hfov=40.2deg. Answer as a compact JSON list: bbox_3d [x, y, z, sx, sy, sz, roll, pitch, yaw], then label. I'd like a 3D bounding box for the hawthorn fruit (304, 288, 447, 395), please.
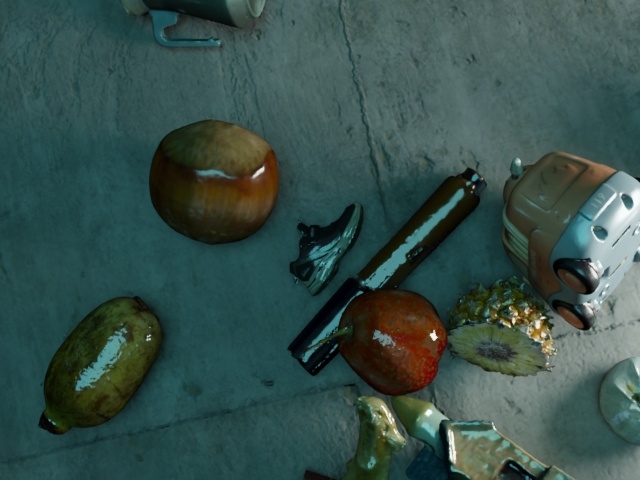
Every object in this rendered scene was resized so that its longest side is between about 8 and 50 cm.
[{"bbox_3d":[0.085,0.142,1.312,0.203,0.162,0.163,23,87,-21],"label":"hawthorn fruit"}]

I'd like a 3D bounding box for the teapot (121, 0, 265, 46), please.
[{"bbox_3d":[-0.211,-0.423,1.447,0.225,0.171,0.203,3,116,13],"label":"teapot"}]

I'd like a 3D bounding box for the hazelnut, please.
[{"bbox_3d":[-0.171,-0.089,1.397,0.214,0.176,0.214,7,112,18],"label":"hazelnut"}]

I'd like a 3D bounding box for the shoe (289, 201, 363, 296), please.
[{"bbox_3d":[0.000,0.000,1.424,0.099,0.071,0.169,31,92,10],"label":"shoe"}]

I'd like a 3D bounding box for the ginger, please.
[{"bbox_3d":[0.042,0.370,1.329,0.131,0.086,0.295,24,102,32],"label":"ginger"}]

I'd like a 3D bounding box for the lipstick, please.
[{"bbox_3d":[0.108,0.047,1.403,0.077,0.077,0.418,44,89,8],"label":"lipstick"}]

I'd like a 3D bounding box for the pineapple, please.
[{"bbox_3d":[0.284,0.114,1.358,0.176,0.161,0.137,-2,51,35],"label":"pineapple"}]

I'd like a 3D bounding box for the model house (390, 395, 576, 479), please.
[{"bbox_3d":[0.204,0.364,1.286,0.325,0.267,0.194,39,76,20],"label":"model house"}]

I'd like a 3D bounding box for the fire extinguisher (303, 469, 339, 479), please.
[{"bbox_3d":[0.033,0.405,1.397,0.132,0.039,0.056,16,119,6],"label":"fire extinguisher"}]

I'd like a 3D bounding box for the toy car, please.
[{"bbox_3d":[0.367,-0.015,1.306,0.212,0.270,0.180,37,76,29],"label":"toy car"}]

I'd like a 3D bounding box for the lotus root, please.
[{"bbox_3d":[-0.359,0.206,1.410,0.145,0.128,0.260,37,84,21],"label":"lotus root"}]

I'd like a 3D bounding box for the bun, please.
[{"bbox_3d":[0.501,0.247,1.343,0.140,0.083,0.141,0,87,8],"label":"bun"}]
